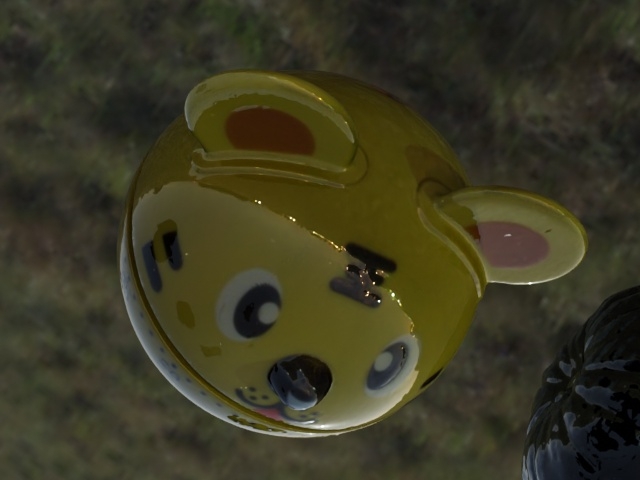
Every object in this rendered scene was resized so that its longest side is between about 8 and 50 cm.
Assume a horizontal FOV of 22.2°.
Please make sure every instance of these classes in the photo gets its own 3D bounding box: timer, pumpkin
[{"bbox_3d":[0.000,0.000,1.461,0.376,0.376,0.387,37,146,-13],"label":"timer"},{"bbox_3d":[0.397,0.220,1.934,0.266,0.363,0.363,25,163,-2],"label":"pumpkin"}]
